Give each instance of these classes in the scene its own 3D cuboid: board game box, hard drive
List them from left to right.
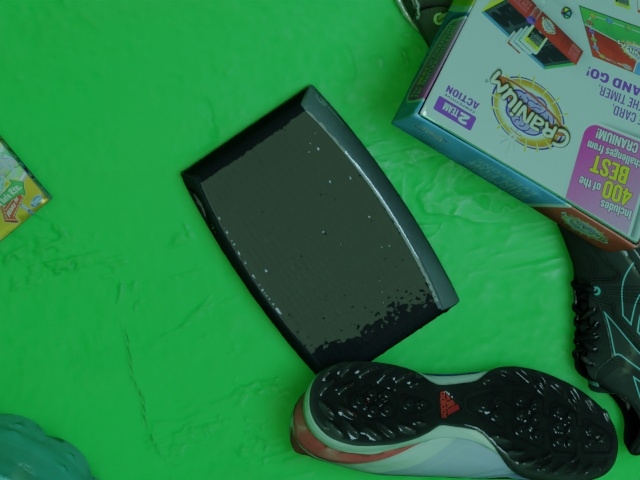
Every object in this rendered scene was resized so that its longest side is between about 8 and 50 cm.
[{"bbox_3d":[-0.347,-0.030,1.884,0.154,0.026,0.103,-40,95,5],"label":"board game box"},{"bbox_3d":[0.000,0.000,1.873,0.172,0.054,0.254,-34,96,4],"label":"hard drive"},{"bbox_3d":[0.239,-0.184,1.775,0.242,0.064,0.316,30,77,-13],"label":"board game box"}]

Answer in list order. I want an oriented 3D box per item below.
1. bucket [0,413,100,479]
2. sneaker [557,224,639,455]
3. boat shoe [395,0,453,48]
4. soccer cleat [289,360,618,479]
[{"bbox_3d":[-0.332,0.304,1.848,0.281,0.183,0.281,0,97,0],"label":"bucket"},{"bbox_3d":[0.281,0.080,1.855,0.106,0.101,0.267,-31,96,-2],"label":"sneaker"},{"bbox_3d":[0.153,-0.186,1.830,0.109,0.091,0.305,-30,96,4],"label":"boat shoe"},{"bbox_3d":[0.126,0.181,1.884,0.318,0.116,0.108,7,65,-16],"label":"soccer cleat"}]
